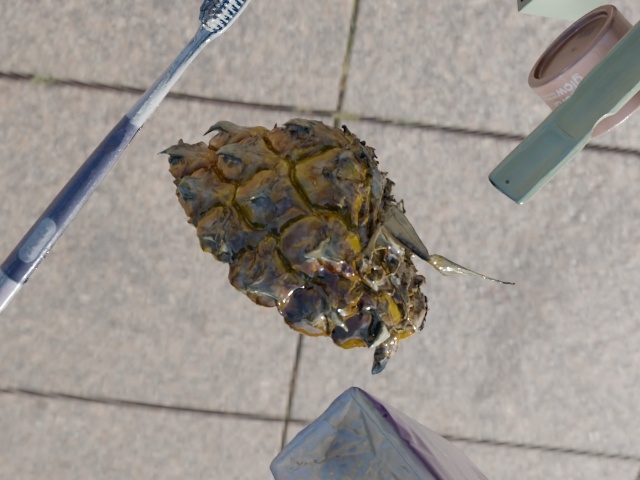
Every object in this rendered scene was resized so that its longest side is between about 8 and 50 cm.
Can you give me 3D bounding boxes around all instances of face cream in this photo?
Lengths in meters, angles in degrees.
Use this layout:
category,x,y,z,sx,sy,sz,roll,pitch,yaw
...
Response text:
category,x,y,z,sx,sy,sz,roll,pitch,yaw
face cream,0.358,-0.218,1.650,0.104,0.149,0.149,43,119,-14

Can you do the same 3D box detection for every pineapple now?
category,x,y,z,sx,sy,sz,roll,pitch,yaw
pineapple,0.003,-0.004,1.194,0.334,0.161,0.158,45,115,-4

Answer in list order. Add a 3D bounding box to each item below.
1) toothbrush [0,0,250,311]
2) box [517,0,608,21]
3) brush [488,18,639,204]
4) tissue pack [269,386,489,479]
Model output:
category,x,y,z,sx,sy,sz,roll,pitch,yaw
toothbrush,-0.138,-0.062,0.846,0.024,0.026,0.288,41,97,10
box,0.380,-0.467,1.814,0.117,0.225,0.225,5,161,-22
brush,0.089,-0.045,0.416,0.083,0.013,0.016,-46,74,4
tissue pack,0.120,0.329,1.435,0.160,0.242,0.338,-43,146,5
